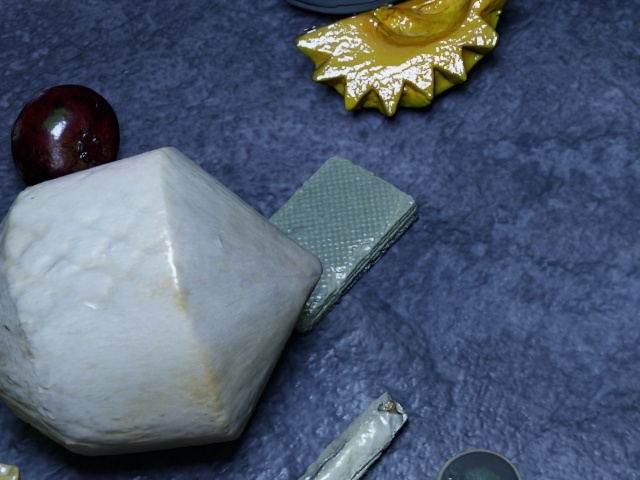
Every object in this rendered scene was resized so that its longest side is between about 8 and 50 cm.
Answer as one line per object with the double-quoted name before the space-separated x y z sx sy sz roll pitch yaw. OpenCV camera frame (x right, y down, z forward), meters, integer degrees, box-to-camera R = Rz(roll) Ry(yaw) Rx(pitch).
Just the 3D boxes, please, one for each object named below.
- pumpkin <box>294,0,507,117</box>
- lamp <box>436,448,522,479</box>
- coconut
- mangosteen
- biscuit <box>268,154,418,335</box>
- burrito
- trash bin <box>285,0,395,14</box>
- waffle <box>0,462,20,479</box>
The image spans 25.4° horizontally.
"pumpkin" 0.110 -0.219 1.644 0.254 0.149 0.130 -21 92 2
"lamp" 0.138 0.262 1.229 0.121 0.214 0.121 -2 55 2
"coconut" -0.154 0.063 1.357 0.329 0.329 0.329 -3 56 4
"mangosteen" -0.295 -0.114 1.594 0.140 0.140 0.140 -3 56 4
"biscuit" 0.000 0.000 1.527 0.121 0.040 0.199 32 65 26
"burrito" 0.018 0.220 1.378 0.185 0.041 0.045 -43 104 -22
"trash bin" 0.029 -0.374 1.718 0.177 0.101 0.236 -7 42 4
"waffle" -0.423 0.311 1.352 0.248 0.055 0.221 3 56 9
